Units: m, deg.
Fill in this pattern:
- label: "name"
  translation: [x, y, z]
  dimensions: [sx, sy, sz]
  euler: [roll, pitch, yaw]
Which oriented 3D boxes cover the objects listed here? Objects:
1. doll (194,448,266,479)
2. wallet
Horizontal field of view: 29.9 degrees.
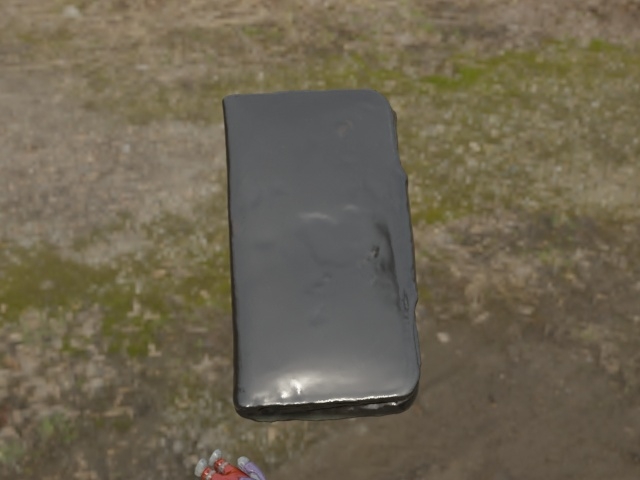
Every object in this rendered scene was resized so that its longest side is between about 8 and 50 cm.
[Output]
- label: "doll"
  translation: [-0.051, 0.330, 1.427]
  dimensions: [0.227, 0.075, 0.102]
  euler: [34, 27, 20]
- label: "wallet"
  translation: [0.000, 0.000, 1.247]
  dimensions: [0.197, 0.051, 0.377]
  euler: [-3, 66, -4]
